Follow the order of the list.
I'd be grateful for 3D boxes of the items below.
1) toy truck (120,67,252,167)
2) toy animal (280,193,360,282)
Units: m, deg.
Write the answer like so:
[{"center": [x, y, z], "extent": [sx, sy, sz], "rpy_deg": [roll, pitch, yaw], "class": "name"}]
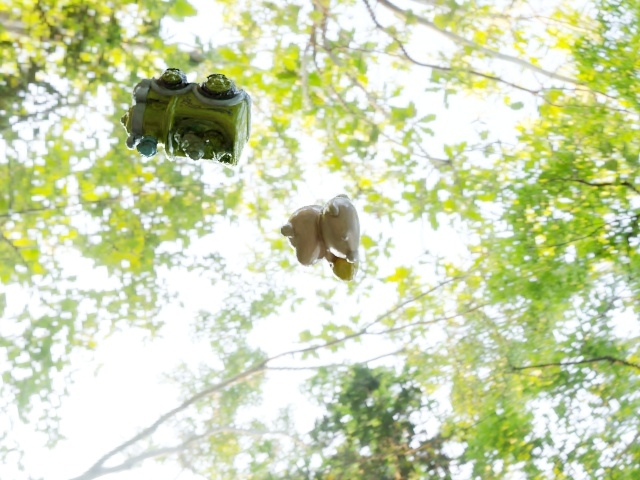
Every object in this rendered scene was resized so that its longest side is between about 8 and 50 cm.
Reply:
[{"center": [-0.118, -0.098, 0.769], "extent": [0.111, 0.077, 0.076], "rpy_deg": [7, -43, 2], "class": "toy truck"}, {"center": [0.000, 0.000, 0.913], "extent": [0.082, 0.114, 0.091], "rpy_deg": [-4, -85, -2], "class": "toy animal"}]
